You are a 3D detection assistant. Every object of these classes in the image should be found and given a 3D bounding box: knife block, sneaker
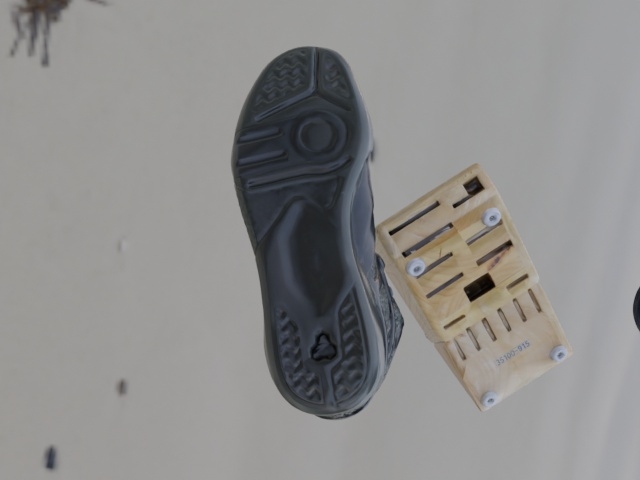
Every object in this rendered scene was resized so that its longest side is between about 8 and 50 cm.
[{"bbox_3d":[0.093,0.007,1.052,0.088,0.242,0.275,-33,130,-1],"label":"knife block"},{"bbox_3d":[0.000,0.000,0.808,0.130,0.087,0.227,67,14,-75],"label":"sneaker"}]

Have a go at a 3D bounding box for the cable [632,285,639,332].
[{"bbox_3d":[0.293,0.050,0.862,0.184,0.150,0.047,38,47,-38],"label":"cable"}]
